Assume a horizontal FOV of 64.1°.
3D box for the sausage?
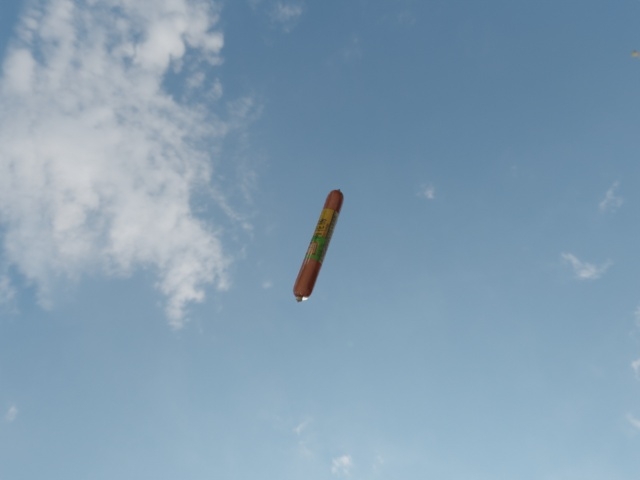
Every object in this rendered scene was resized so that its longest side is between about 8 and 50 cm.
[{"bbox_3d":[0.000,0.000,0.746,0.030,0.029,0.223,21,-129,-2],"label":"sausage"}]
